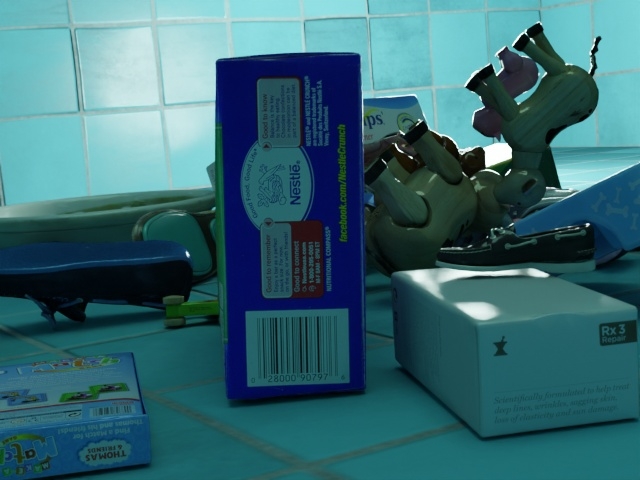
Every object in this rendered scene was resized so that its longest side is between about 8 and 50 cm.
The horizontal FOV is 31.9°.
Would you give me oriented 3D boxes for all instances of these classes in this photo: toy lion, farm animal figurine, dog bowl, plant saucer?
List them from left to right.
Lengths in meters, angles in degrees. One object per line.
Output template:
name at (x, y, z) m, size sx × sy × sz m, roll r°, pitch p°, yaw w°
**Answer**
plant saucer at (-0.357, -0.014, 1.803) m, size 0.401 × 0.100 × 0.400 m, roll -4°, pitch 7°, yaw 0°
toy lion at (-0.113, 0.073, 1.233) m, size 0.100 × 0.034 × 0.096 m, roll -4°, pitch 0°, yaw 12°
farm animal figurine at (0.159, -0.063, 1.276) m, size 0.327 × 0.172 × 0.330 m, roll -42°, pitch 2°, yaw -26°
dog bowl at (0.301, -0.025, 1.145) m, size 0.166 × 0.074 × 0.297 m, roll -20°, pitch -7°, yaw -39°

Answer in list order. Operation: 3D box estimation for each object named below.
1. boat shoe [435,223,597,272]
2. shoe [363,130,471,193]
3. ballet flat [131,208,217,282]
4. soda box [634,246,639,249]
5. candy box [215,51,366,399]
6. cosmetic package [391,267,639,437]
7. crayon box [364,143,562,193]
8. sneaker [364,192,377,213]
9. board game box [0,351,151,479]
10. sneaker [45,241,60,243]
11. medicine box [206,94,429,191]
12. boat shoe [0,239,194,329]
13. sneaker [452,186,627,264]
boat shoe at (0.153, 0.006, 0.881) m, size 0.125 × 0.038 × 0.046 m, roll -1°, pitch 7°, yaw 11°
shoe at (0.140, -0.125, 1.642) m, size 0.178 × 0.081 × 0.063 m, roll -15°, pitch 10°, yaw 15°
ballet flat at (-0.188, 0.014, 1.558) m, size 0.106 × 0.107 × 0.316 m, roll -23°, pitch -8°, yaw 26°
soda box at (0.407, -0.016, 1.501) m, size 0.169 × 0.053 × 0.060 m, roll -2°, pitch 7°, yaw 12°
candy box at (-0.034, -0.027, 1.003) m, size 0.122 × 0.268 × 0.317 m, roll -1°, pitch 6°, yaw -3°
cosmetic package at (0.136, 0.073, 0.841) m, size 0.117 × 0.085 × 0.231 m, roll -5°, pitch 9°, yaw -9°
crayon box at (0.175, -0.059, 1.706) m, size 0.323 × 0.083 × 0.203 m, roll -19°, pitch 10°, yaw -11°
sneaker at (0.000, 0.000, 1.545) m, size 0.232 × 0.081 × 0.090 m, roll -20°, pitch 27°, yaw 50°
board game box at (-0.209, 0.125, 0.814) m, size 0.160 × 0.039 × 0.211 m, roll -6°, pitch 8°, yaw -11°
sneaker at (-0.376, 0.031, 1.595) m, size 0.170 × 0.063 × 0.075 m, roll -5°, pitch 11°, yaw 38°
medicine box at (0.004, -0.121, 1.894) m, size 0.264 × 0.149 × 0.289 m, roll -11°, pitch -10°, yaw -44°
boat shoe at (-0.273, 0.056, 1.261) m, size 0.258 × 0.089 × 0.109 m, roll 0°, pitch 20°, yaw -4°
sneaker at (0.233, -0.019, 1.409) m, size 0.319 × 0.112 × 0.131 m, roll -3°, pitch 5°, yaw 22°
